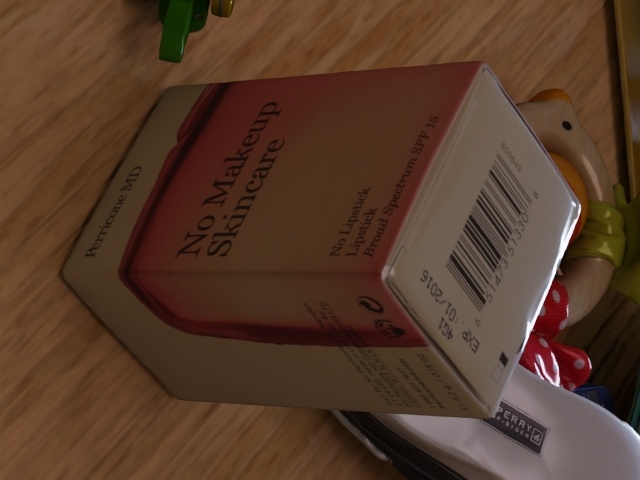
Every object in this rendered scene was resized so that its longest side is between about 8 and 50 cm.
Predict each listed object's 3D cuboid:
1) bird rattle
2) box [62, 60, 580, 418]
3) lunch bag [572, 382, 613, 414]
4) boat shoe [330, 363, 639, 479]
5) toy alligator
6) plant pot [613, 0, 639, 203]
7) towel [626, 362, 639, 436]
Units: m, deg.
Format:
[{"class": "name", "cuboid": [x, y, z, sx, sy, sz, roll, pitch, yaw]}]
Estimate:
[{"class": "bird rattle", "cuboid": [0.153, 0.007, 1.358, 0.253, 0.143, 0.207, -34, 104, -31]}, {"class": "box", "cuboid": [0.000, 0.000, 1.043, 0.127, 0.232, 0.148, 51, 53, -37]}, {"class": "lunch bag", "cuboid": [0.182, 0.147, 1.397, 0.067, 0.065, 0.098, 0, 90, -51]}, {"class": "boat shoe", "cuboid": [0.115, 0.143, 1.255, 0.301, 0.102, 0.108, 34, 67, -29]}, {"class": "toy alligator", "cuboid": [-0.070, -0.188, 1.107, 0.051, 0.056, 0.189, 107, -7, -77]}, {"class": "plant pot", "cuboid": [0.375, -0.124, 1.543, 0.187, 0.212, 0.212, -19, 105, -63]}, {"class": "towel", "cuboid": [0.257, 0.219, 1.462, 0.271, 0.040, 0.370, 63, 41, -54]}]
